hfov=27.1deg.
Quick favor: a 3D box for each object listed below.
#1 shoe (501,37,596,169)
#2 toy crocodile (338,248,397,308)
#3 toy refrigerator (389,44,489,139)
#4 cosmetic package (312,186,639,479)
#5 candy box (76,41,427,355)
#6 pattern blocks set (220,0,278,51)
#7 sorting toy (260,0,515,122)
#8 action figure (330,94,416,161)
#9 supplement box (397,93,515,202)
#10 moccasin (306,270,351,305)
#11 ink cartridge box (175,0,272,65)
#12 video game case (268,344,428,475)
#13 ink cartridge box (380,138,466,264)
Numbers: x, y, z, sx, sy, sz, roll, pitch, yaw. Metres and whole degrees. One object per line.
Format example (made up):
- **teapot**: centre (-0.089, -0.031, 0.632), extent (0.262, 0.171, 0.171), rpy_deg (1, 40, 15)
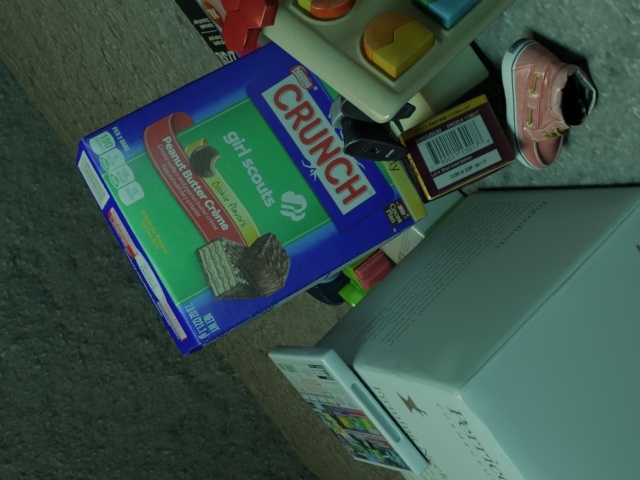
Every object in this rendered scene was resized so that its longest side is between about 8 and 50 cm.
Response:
- **shoe**: centre (0.241, -0.127, 1.380), extent (0.081, 0.063, 0.178), rpy_deg (37, 158, 38)
- **toy crocodile**: centre (0.070, 0.036, 2.040), extent (0.105, 0.115, 0.340), rpy_deg (41, 172, 48)
- **toy refrigerator**: centre (0.093, -0.184, 1.563), extent (0.102, 0.094, 0.269), rpy_deg (55, 162, -3)
- **cosmetic package**: centre (0.258, 0.160, 1.546), extent (0.329, 0.327, 0.394), rpy_deg (52, 162, -15)
- **candy box**: centre (-0.078, -0.061, 1.530), extent (0.268, 0.317, 0.122), rpy_deg (60, 162, 1)
- **pattern blocks set**: centre (-0.054, -0.369, 1.242), extent (0.325, 0.026, 0.285), rpy_deg (-49, 61, 44)
- **sorting toy**: centre (0.063, -0.240, 1.293), extent (0.193, 0.208, 0.038), rpy_deg (40, 167, 19)
- **action figure**: centre (0.028, -0.226, 1.398), extent (0.185, 0.099, 0.285), rpy_deg (119, 144, -54)
- **supplement box**: centre (0.148, -0.098, 1.483), extent (0.188, 0.104, 0.081), rpy_deg (-3, -112, -87)
- **moccasin**: centre (0.000, 0.000, 2.142), extent (0.117, 0.138, 0.342), rpy_deg (27, 157, 37)
- **ink cartridge box**: centre (-0.134, -0.331, 1.828), extent (0.371, 0.069, 0.176), rpy_deg (50, 163, -20)
- **video game case**: centre (0.030, 0.200, 1.596), extent (0.183, 0.023, 0.201), rpy_deg (51, 162, -11)
- **ink cartridge box**: centre (0.118, -0.042, 1.828), extent (0.212, 0.093, 0.154), rpy_deg (40, 162, 15)
